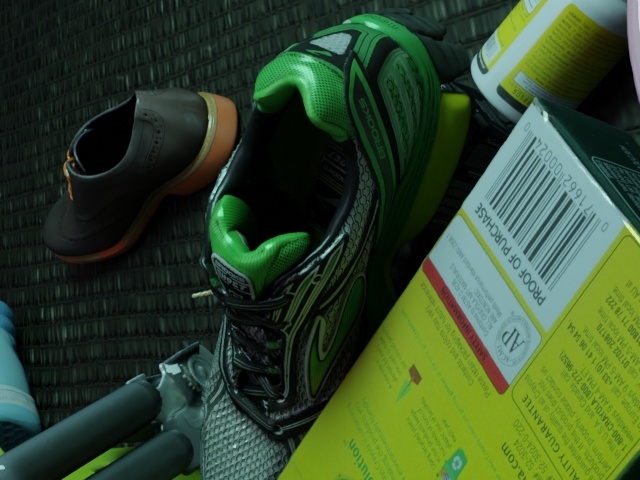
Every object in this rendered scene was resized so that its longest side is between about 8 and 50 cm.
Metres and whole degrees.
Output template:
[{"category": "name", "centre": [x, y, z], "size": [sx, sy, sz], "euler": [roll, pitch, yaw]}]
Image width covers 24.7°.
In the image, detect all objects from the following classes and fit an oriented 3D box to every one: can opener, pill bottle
[{"category": "can opener", "centre": [-0.136, 0.142, 0.957], "size": [0.095, 0.283, 0.076], "euler": [-35, 86, 29]}, {"category": "pill bottle", "centre": [0.142, -0.121, 0.816], "size": [0.116, 0.065, 0.065], "euler": [-50, 40, 33]}]

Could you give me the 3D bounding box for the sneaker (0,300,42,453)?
[{"category": "sneaker", "centre": [-0.387, 0.170, 1.439], "size": [0.319, 0.127, 0.208], "euler": [-38, 49, 30]}]

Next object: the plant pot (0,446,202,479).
[{"category": "plant pot", "centre": [-0.160, 0.273, 0.981], "size": [0.228, 0.207, 0.227], "euler": [36, 107, 54]}]

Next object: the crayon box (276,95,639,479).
[{"category": "crayon box", "centre": [0.095, 0.112, 0.779], "size": [0.318, 0.081, 0.202], "euler": [-57, 37, 25]}]

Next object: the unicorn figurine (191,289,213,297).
[{"category": "unicorn figurine", "centre": [0.000, 0.000, 0.997], "size": [0.162, 0.060, 0.111], "euler": [-57, 33, -3]}]

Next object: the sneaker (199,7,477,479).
[{"category": "sneaker", "centre": [-0.026, 0.028, 0.879], "size": [0.134, 0.146, 0.343], "euler": [27, 117, 32]}]

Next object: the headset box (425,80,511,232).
[{"category": "headset box", "centre": [0.077, -0.049, 0.914], "size": [0.083, 0.032, 0.062], "euler": [-59, 36, 25]}]

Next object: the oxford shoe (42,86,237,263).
[{"category": "oxford shoe", "centre": [-0.181, -0.060, 1.241], "size": [0.271, 0.098, 0.097], "euler": [-36, 50, 44]}]

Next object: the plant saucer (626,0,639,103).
[{"category": "plant saucer", "centre": [0.275, -0.139, 0.610], "size": [0.332, 0.084, 0.332], "euler": [-28, 55, 50]}]
